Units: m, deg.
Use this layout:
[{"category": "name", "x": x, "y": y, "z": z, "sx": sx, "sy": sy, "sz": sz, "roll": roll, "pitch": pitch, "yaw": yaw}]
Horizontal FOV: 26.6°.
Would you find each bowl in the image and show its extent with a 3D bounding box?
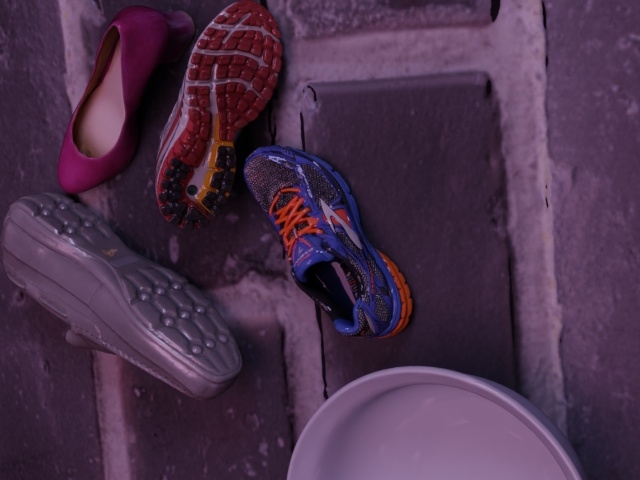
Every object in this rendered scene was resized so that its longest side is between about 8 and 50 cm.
[{"category": "bowl", "x": 0.127, "y": 0.240, "z": 1.221, "sx": 0.298, "sy": 0.134, "sz": 0.297, "roll": 7, "pitch": 104, "yaw": 28}]

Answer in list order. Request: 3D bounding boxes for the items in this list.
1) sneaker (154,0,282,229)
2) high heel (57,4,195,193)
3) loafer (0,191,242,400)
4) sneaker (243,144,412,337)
[{"category": "sneaker", "x": -0.110, "y": -0.127, "z": 1.306, "sx": 0.225, "sy": 0.088, "sz": 0.093, "roll": -66, "pitch": 23, "yaw": 5}, {"category": "high heel", "x": -0.221, "y": -0.133, "z": 1.352, "sx": 0.082, "sy": 0.117, "sz": 0.244, "roll": 51, "pitch": 119, "yaw": 11}, {"category": "loafer", "x": -0.211, "y": 0.070, "z": 1.399, "sx": 0.319, "sy": 0.112, "sz": 0.111, "roll": 37, "pitch": 121, "yaw": 27}, {"category": "sneaker", "x": 0.000, "y": 0.000, "z": 1.271, "sx": 0.083, "sy": 0.087, "sz": 0.221, "roll": -45, "pitch": 77, "yaw": 28}]
